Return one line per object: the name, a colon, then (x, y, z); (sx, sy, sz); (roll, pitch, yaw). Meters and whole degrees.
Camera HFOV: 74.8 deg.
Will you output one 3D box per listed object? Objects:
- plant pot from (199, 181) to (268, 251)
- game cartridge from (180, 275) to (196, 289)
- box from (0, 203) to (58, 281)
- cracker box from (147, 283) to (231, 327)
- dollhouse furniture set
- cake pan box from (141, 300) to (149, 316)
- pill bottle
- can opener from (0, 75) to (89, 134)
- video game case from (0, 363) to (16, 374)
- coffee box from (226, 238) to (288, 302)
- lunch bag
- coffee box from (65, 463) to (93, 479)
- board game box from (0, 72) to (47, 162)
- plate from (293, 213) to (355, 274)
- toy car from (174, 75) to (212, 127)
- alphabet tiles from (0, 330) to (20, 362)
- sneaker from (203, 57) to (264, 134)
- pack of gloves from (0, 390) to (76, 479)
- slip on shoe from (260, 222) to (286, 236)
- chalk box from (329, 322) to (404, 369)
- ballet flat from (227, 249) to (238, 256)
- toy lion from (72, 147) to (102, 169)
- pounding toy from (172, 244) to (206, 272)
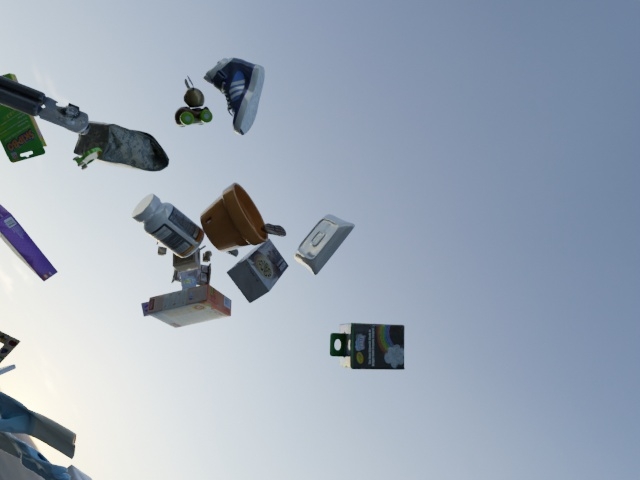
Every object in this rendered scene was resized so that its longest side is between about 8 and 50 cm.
plant pot: (-0.388, -0.080, 1.838); (0.204, 0.291, 0.290); (-28, -85, 6)
game cartridge: (-0.489, 0.157, 1.551); (0.083, 0.056, 0.017); (-130, -132, -55)
box: (-0.998, -0.014, 1.360); (0.201, 0.057, 0.293); (30, -34, 25)
cracker box: (-0.444, 0.227, 1.431); (0.232, 0.067, 0.155); (-14, -32, 13)
dollhouse furniture set: (-0.718, 0.108, 2.221); (0.174, 0.303, 0.355); (-49, -142, 42)
cake pan box: (-0.638, 0.280, 1.882); (0.246, 0.267, 0.070); (107, -29, -80)
pill bottle: (-0.646, -0.062, 1.782); (0.162, 0.162, 0.278); (-3, -38, 42)
can opener: (-0.791, -0.364, 1.147); (0.284, 0.075, 0.095); (19, -31, -26)
video game case: (-0.975, 0.393, 1.166); (0.143, 0.157, 0.019); (-14, -88, 8)
coffee box: (-0.268, 0.126, 1.846); (0.119, 0.297, 0.168); (-32, -82, 19)
lunch bag: (-0.794, -0.375, 1.705); (0.235, 0.287, 0.168); (16, -86, 34)
coffee box: (-0.651, 0.681, 0.972); (0.141, 0.246, 0.098); (29, -33, 43)
board game box: (-0.998, -0.392, 1.356); (0.124, 0.039, 0.259); (-16, -77, 0)
plate: (0.000, 0.000, 1.877); (0.045, 0.278, 0.277); (41, -5, -26)
toy car: (-0.526, -0.561, 1.688); (0.155, 0.149, 0.188); (20, -59, 61)
alphabet tiles: (-1.347, 0.411, 1.619); (0.237, 0.198, 0.009); (46, -13, -30)
sneaker: (-0.383, -0.607, 1.743); (0.236, 0.130, 0.322); (14, -99, 7)
pack of gloves: (-0.605, 0.406, 0.836); (0.232, 0.046, 0.195); (25, -64, 7)
slip on shoe: (-0.214, -0.044, 1.913); (0.041, 0.135, 0.051); (-24, -114, 34)
chalk box: (0.173, 0.425, 1.694); (0.179, 0.289, 0.180); (135, -41, -72)
ballet flat: (-0.520, 0.027, 2.285); (0.084, 0.058, 0.250); (19, -13, 29)
toy lion: (-0.824, -0.296, 1.491); (0.034, 0.096, 0.100); (55, -17, -10)
pounding toy: (-0.629, 0.072, 2.015); (0.100, 0.130, 0.141); (76, 2, -58)
